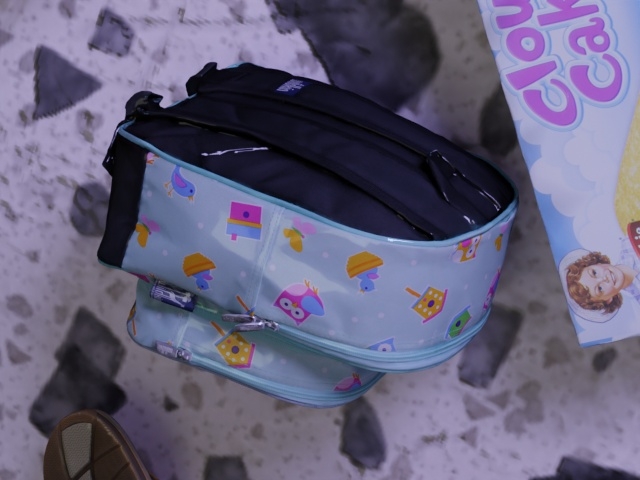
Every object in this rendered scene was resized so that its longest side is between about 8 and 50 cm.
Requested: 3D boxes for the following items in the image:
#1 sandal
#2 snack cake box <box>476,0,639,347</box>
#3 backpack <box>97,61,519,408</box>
[{"bbox_3d":[-0.102,0.171,1.083,0.072,0.049,0.180,-20,111,30],"label":"sandal"},{"bbox_3d":[0.165,-0.096,0.879,0.152,0.089,0.264,-15,98,23],"label":"snack cake box"},{"bbox_3d":[0.000,0.000,0.926,0.188,0.166,0.144,14,110,21],"label":"backpack"}]
